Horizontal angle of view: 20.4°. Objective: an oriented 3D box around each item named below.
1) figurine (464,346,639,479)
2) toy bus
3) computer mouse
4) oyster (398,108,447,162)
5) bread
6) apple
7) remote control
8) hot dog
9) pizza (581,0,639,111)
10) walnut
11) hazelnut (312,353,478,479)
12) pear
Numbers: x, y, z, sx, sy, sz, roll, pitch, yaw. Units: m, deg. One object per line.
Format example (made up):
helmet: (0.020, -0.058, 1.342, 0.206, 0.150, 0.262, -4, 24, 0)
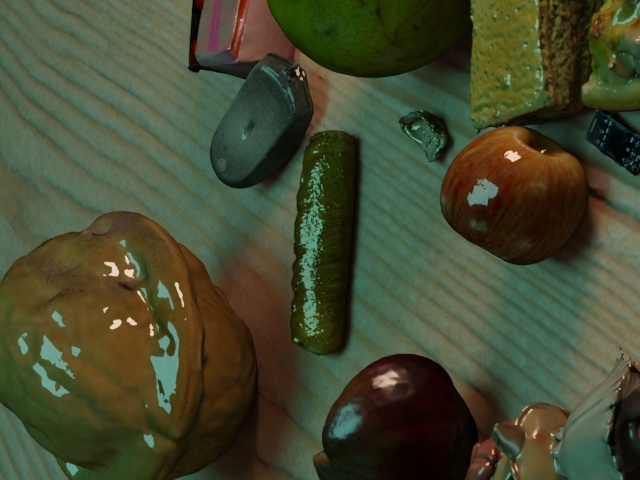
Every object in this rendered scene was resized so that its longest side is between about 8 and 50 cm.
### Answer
figurine: (0.222, 0.212, 1.670, 0.387, 0.166, 0.207, -37, 33, 47)
toy bus: (-0.092, -0.370, 2.458, 0.147, 0.127, 0.303, 7, 86, 56)
computer mouse: (-0.071, -0.163, 2.402, 0.113, 0.068, 0.229, 52, 128, 18)
oyster: (0.122, -0.129, 2.093, 0.093, 0.034, 0.051, 53, 143, 39)
bread: (0.224, -0.213, 1.865, 0.138, 0.102, 0.196, -16, 70, 61)
apple: (0.200, -0.047, 1.821, 0.131, 0.146, 0.146, -58, 34, 17)
remote control: (0.300, -0.099, 1.784, 0.096, 0.014, 0.039, 48, 122, 54)
hot dog: (0.001, 0.000, 2.233, 0.083, 0.068, 0.289, -13, 69, 52)
pizza: (0.341, -0.251, 1.690, 0.323, 0.089, 0.223, -32, 57, 53)
walnut: (-0.256, 0.152, 2.358, 0.383, 0.383, 0.383, -27, 58, 55)
hazelnut: (0.083, 0.213, 1.903, 0.160, 0.170, 0.202, 3, 123, 35)
pear: (0.074, -0.312, 2.026, 0.307, 0.253, 0.253, -12, 70, 50)
